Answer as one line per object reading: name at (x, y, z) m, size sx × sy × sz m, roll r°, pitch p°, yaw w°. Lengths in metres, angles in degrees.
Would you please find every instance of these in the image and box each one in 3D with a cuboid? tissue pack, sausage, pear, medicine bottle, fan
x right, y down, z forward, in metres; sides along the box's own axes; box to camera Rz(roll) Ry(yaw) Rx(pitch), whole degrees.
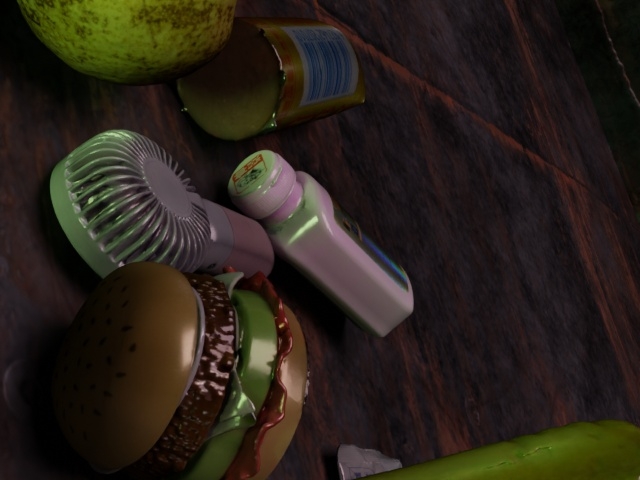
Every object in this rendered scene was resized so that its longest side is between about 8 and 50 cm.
tissue pack at (0.066, 0.286, 0.916) m, size 0.122 × 0.026 × 0.193 m, roll 20°, pitch 51°, yaw -54°
sausage at (-0.034, -0.178, 1.047) m, size 0.317 × 0.125 × 0.117 m, roll -28°, pitch 136°, yaw -66°
pear at (-0.158, -0.224, 0.791) m, size 0.197 × 0.197 × 0.197 m, roll 40°, pitch 36°, yaw -38°
medicine bottle at (0.000, 0.000, 0.975) m, size 0.219 × 0.078 × 0.115 m, roll 44°, pitch 11°, yaw -34°
fan at (-0.116, -0.009, 0.809) m, size 0.244 × 0.074 × 0.130 m, roll 25°, pitch 35°, yaw -58°

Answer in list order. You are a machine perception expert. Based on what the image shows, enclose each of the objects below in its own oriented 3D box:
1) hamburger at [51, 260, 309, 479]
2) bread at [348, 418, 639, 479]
hamburger at (-0.102, 0.091, 0.658) m, size 0.137 × 0.175 × 0.175 m, roll 22°, pitch 48°, yaw -35°
bread at (0.093, 0.266, 0.631) m, size 0.251 × 0.376 × 0.208 m, roll -108°, pitch -175°, yaw -51°
